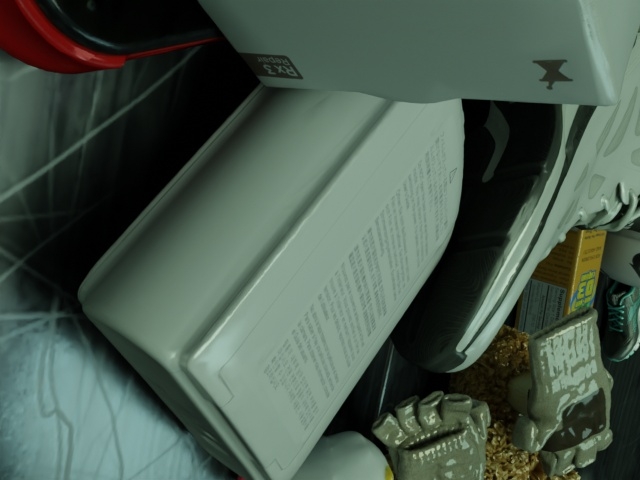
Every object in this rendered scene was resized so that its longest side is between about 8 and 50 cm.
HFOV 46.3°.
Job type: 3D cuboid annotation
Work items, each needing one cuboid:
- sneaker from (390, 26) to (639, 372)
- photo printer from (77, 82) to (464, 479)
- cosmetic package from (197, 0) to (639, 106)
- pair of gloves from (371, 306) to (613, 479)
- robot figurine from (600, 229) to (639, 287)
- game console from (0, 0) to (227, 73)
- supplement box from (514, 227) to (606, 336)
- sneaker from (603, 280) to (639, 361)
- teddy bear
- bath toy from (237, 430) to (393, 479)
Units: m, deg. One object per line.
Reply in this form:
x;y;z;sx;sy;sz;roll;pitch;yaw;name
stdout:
0.256;-0.033;0.741;0.257;0.169;0.448;36;72;-23;sneaker
0.000;0.000;0.536;0.307;0.107;0.256;-53;153;-22;photo printer
0.092;-0.268;0.403;0.156;0.217;0.385;50;57;-48;cosmetic package
0.178;0.182;0.720;0.240;0.042;0.204;-30;125;-6;pair of gloves
0.450;-0.074;0.994;0.173;0.209;0.278;-4;108;-59;robot figurine
-0.051;-0.291;0.430;0.386;0.060;0.342;-30;122;-47;game console
0.305;0.030;0.946;0.078;0.080;0.234;-10;112;-44;supplement box
0.476;0.107;1.187;0.076;0.065;0.167;23;82;-33;sneaker
0.175;0.256;0.815;0.245;0.113;0.338;41;75;-9;teddy bear
-0.030;0.333;0.646;0.129;0.151;0.348;10;96;-14;bath toy
